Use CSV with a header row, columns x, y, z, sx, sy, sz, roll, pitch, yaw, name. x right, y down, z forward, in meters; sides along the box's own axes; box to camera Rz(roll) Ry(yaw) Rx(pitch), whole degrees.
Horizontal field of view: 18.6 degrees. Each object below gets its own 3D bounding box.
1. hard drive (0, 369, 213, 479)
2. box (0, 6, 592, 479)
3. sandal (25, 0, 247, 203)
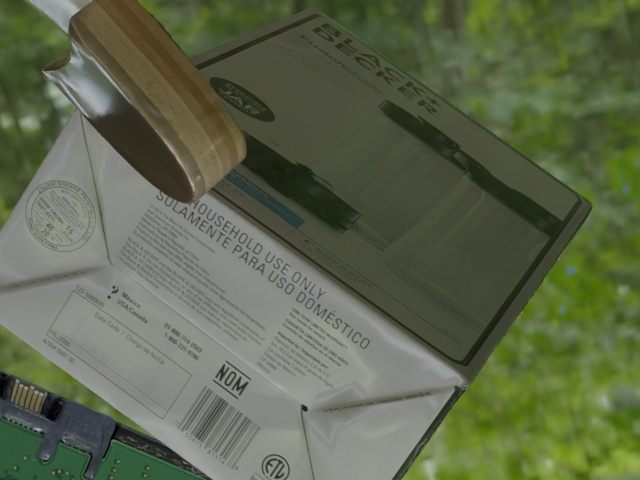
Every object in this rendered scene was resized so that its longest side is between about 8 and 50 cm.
x,y,z,sx,sy,sz,roll,pitch,yaw,name
-0.183,0.214,0.788,0.064,0.237,0.339,15,-100,41,hard drive
0.000,0.000,0.792,0.169,0.087,0.290,36,-160,7,box
-0.090,-0.127,0.611,0.079,0.240,0.088,-42,-171,-17,sandal
